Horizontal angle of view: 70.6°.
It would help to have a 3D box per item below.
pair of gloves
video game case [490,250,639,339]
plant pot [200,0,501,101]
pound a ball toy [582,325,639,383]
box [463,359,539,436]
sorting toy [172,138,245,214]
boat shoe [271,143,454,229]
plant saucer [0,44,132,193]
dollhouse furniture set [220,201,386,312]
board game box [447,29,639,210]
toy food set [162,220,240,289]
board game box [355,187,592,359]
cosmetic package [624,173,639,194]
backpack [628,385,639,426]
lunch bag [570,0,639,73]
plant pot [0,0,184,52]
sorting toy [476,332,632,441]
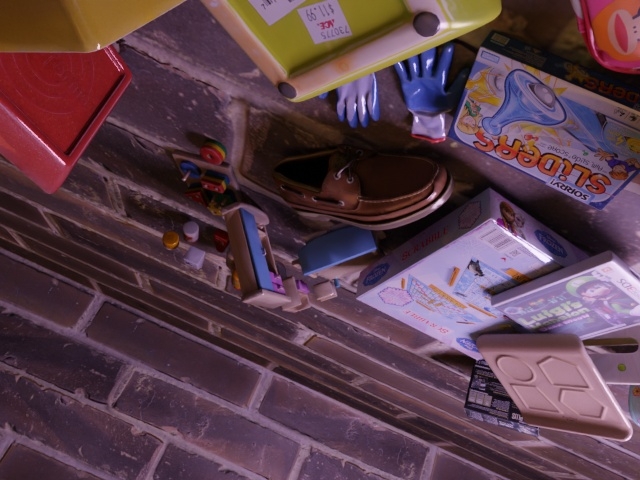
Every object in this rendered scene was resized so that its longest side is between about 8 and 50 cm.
[{"bbox_3d":[0.084,-0.194,0.576,0.198,0.023,0.159,14,151,17],"label":"pair of gloves"},{"bbox_3d":[0.393,0.099,0.686,0.173,0.022,0.190,31,140,-22],"label":"video game case"},{"bbox_3d":[0.015,-0.250,0.332,0.228,0.207,0.227,-5,142,44],"label":"plant pot"},{"bbox_3d":[0.513,0.199,0.850,0.208,0.136,0.319,12,162,-28],"label":"pound a ball toy"},{"bbox_3d":[0.486,0.407,1.185,0.180,0.147,0.077,6,147,29],"label":"box"},{"bbox_3d":[-0.237,-0.110,0.950,0.132,0.046,0.274,17,152,14],"label":"sorting toy"},{"bbox_3d":[0.045,-0.088,0.696,0.307,0.111,0.104,-2,144,40],"label":"boat shoe"},{"bbox_3d":[-0.370,-0.240,0.602,0.047,0.259,0.258,1,146,20],"label":"plant saucer"},{"bbox_3d":[0.000,0.000,0.941,0.303,0.198,0.286,-21,161,14],"label":"dollhouse furniture set"},{"bbox_3d":[0.253,-0.128,0.499,0.201,0.035,0.136,31,155,16],"label":"board game box"},{"bbox_3d":[-0.289,0.037,1.176,0.232,0.111,0.104,23,152,-3],"label":"toy food set"},{"bbox_3d":[0.280,0.085,0.780,0.318,0.066,0.318,29,141,-19],"label":"board game box"},{"bbox_3d":[0.365,-0.104,0.492,0.060,0.041,0.115,21,153,8],"label":"cosmetic package"},{"bbox_3d":[0.670,0.314,0.832,0.165,0.188,0.144,29,152,-10],"label":"backpack"},{"bbox_3d":[0.261,-0.255,0.239,0.258,0.120,0.293,-8,141,40],"label":"lunch bag"},{"bbox_3d":[-0.266,-0.322,0.447,0.212,0.212,0.187,11,138,23],"label":"plant pot"},{"bbox_3d":[0.398,0.244,0.783,0.193,0.038,0.208,-17,109,54],"label":"sorting toy"}]
